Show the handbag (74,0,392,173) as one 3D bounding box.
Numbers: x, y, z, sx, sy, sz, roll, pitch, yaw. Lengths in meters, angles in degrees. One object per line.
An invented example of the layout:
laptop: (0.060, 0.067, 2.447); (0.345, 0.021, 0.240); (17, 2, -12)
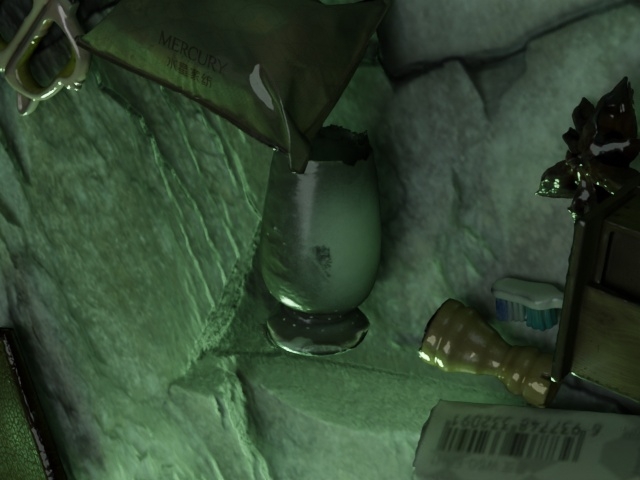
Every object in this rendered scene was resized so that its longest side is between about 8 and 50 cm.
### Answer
handbag: (-0.073, -0.188, 1.456); (0.270, 0.182, 0.117); (29, 166, 26)

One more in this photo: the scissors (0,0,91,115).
scissors: (-0.256, -0.253, 1.637); (0.160, 0.024, 0.317); (52, 132, 8)

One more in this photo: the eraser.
eraser: (0.274, 0.257, 1.422); (0.397, 0.082, 0.213); (-1, 115, 38)

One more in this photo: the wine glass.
wine glass: (0.000, 0.000, 1.500); (0.111, 0.111, 0.204); (20, 121, 29)

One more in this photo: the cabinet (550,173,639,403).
cabinet: (0.302, 0.039, 1.218); (0.175, 0.215, 0.148); (22, 122, 28)

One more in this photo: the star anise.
star anise: (0.216, -0.057, 1.331); (0.129, 0.056, 0.124); (-31, 58, 57)

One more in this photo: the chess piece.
chess piece: (0.155, 0.105, 1.462); (0.122, 0.066, 0.066); (26, 124, 22)

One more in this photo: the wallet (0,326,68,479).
wallet: (-0.358, 0.219, 1.924); (0.133, 0.039, 0.243); (-7, 106, 46)

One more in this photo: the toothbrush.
toothbrush: (0.319, 0.085, 1.338); (0.418, 0.042, 0.040); (12, 126, 36)
